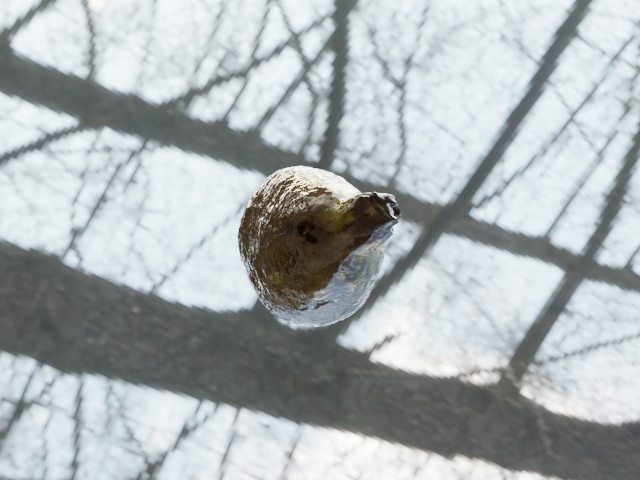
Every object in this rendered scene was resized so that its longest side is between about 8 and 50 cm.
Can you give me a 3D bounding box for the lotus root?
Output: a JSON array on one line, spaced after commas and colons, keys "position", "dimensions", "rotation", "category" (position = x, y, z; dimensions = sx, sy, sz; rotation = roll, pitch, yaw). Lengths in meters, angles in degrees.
[{"position": [0.000, 0.000, 1.144], "dimensions": [0.094, 0.191, 0.108], "rotation": [-20, -91, -10], "category": "lotus root"}]
